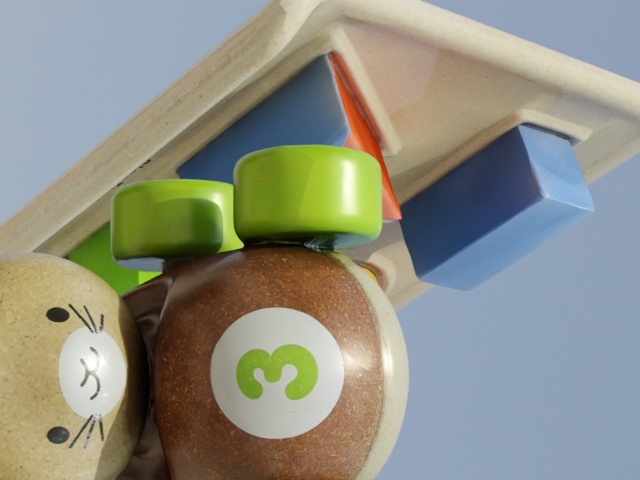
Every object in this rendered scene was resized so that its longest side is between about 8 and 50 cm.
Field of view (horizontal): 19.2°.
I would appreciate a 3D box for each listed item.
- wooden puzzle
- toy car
[{"bbox_3d":[0.000,0.000,1.015,0.322,0.348,0.080,-36,-117,33],"label":"wooden puzzle"},{"bbox_3d":[-0.080,0.046,0.625,0.149,0.188,0.155,-11,-103,49],"label":"toy car"}]
